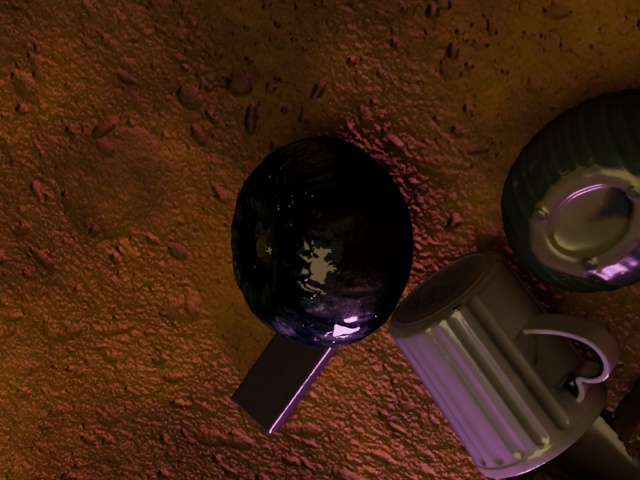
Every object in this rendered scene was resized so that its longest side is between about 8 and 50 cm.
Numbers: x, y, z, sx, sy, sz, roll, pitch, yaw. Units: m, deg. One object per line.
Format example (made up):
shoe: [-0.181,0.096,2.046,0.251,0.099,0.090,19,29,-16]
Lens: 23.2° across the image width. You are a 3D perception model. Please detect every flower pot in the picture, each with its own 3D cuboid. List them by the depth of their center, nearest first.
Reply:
flower pot: [0.295,-0.049,1.591,0.189,0.157,0.243,48,125,-3]

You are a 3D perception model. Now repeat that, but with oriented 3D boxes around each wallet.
wallet: [0.291,0.263,1.782,0.118,0.039,0.153,48,118,1]

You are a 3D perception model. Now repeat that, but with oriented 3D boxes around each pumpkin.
pumpkin: [0.000,0.000,1.698,0.233,0.163,0.233,5,96,62]

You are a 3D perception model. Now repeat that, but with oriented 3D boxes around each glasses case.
glasses case: [-0.033,0.143,1.862,0.072,0.042,0.190,40,119,11]

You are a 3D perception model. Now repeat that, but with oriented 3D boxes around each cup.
cup: [0.208,0.116,1.673,0.221,0.167,0.202,-32,104,19]

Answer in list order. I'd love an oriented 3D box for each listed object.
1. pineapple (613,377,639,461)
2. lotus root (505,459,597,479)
pineapple: [0.435,0.244,1.678,0.248,0.128,0.128,43,119,-5]
lotus root: [0.343,0.370,1.716,0.314,0.142,0.210,11,116,6]
